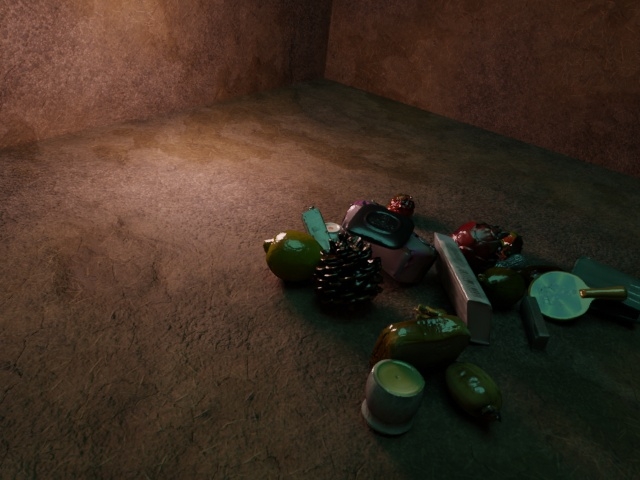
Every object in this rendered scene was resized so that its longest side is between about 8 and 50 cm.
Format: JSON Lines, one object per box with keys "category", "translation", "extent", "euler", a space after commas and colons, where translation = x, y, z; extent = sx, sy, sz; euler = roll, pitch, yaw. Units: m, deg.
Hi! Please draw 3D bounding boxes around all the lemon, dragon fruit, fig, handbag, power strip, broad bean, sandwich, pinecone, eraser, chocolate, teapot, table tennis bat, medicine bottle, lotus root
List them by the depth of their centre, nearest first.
{"category": "medicine bottle", "translation": [0.187, 0.407, 1.302], "extent": [0.148, 0.143, 0.147], "euler": [8, 28, -5]}
{"category": "lotus root", "translation": [0.422, 0.416, 1.359], "extent": [0.125, 0.118, 0.221], "euler": [-8, 35, -23]}
{"category": "sandwich", "translation": [0.283, 0.305, 1.415], "extent": [0.251, 0.226, 0.087], "euler": [-6, 49, -16]}
{"category": "pinecone", "translation": [0.100, 0.109, 1.661], "extent": [0.244, 0.257, 0.243], "euler": [16, 19, -6]}
{"category": "eraser", "translation": [0.482, 0.154, 1.721], "extent": [0.082, 0.213, 0.396], "euler": [-10, 33, 1]}
{"category": "fig", "translation": [0.597, 0.165, 1.730], "extent": [0.259, 0.151, 0.151], "euler": [0, 29, -44]}
{"category": "lemon", "translation": [-0.085, 0.058, 1.766], "extent": [0.249, 0.184, 0.184], "euler": [15, 32, -5]}
{"category": "table tennis bat", "translation": [0.905, 0.194, 1.771], "extent": [0.321, 0.050, 0.198], "euler": [-5, 56, 18]}
{"category": "power strip", "translation": [0.001, 0.000, 1.877], "extent": [0.078, 0.052, 0.272], "euler": [-20, 70, -6]}
{"category": "handbag", "translation": [1.072, 0.191, 1.879], "extent": [0.274, 0.100, 0.269], "euler": [24, 32, 23]}
{"category": "broad bean", "translation": [0.851, 0.141, 1.917], "extent": [0.165, 0.084, 0.114], "euler": [1, 15, 1]}
{"category": "chocolate", "translation": [0.722, 0.102, 1.936], "extent": [0.167, 0.072, 0.072], "euler": [-23, 39, -7]}
{"category": "dragon fruit", "translation": [0.610, 0.016, 1.942], "extent": [0.274, 0.192, 0.193], "euler": [-31, 80, -2]}
{"category": "teapot", "translation": [0.026, -0.004, 1.969], "extent": [0.246, 0.116, 0.159], "euler": [-16, 50, -23]}
{"category": "dragon fruit", "translation": [0.778, 0.030, 2.064], "extent": [0.142, 0.138, 0.175], "euler": [21, 5, -22]}
{"category": "dragon fruit", "translation": [0.358, -0.153, 2.249], "extent": [0.130, 0.121, 0.142], "euler": [20, 9, 7]}

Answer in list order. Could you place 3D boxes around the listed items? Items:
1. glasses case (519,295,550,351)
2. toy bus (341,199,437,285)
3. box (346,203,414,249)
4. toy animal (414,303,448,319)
{"category": "glasses case", "translation": [0.719, 0.277, 1.687], "extent": [0.047, 0.070, 0.205], "euler": [7, 33, 6]}
{"category": "toy bus", "translation": [0.238, -0.013, 1.873], "extent": [0.162, 0.171, 0.386], "euler": [11, 27, -50]}
{"category": "box", "translation": [0.212, -0.050, 1.747], "extent": [0.213, 0.042, 0.201], "euler": [23, 41, 13]}
{"category": "toy animal", "translation": [0.393, 0.270, 1.645], "extent": [0.136, 0.073, 0.181], "euler": [10, 19, -11]}
